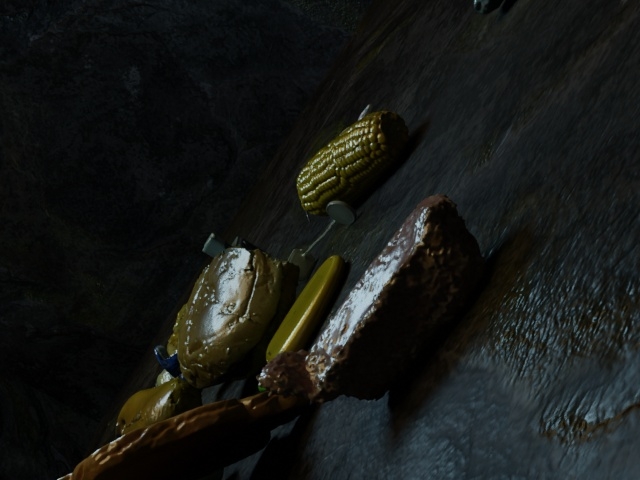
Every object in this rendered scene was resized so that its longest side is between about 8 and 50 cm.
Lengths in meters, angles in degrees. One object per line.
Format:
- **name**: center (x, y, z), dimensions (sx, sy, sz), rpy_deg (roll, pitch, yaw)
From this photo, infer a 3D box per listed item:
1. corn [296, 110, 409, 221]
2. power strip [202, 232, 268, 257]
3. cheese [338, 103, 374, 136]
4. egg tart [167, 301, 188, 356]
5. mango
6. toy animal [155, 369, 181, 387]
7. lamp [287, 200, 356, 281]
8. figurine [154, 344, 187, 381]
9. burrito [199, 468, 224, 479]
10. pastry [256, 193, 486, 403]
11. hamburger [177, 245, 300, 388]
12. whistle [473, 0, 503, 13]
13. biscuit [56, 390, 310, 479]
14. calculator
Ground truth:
- **corn**: center (0.046, -0.122, 1.842), dimensions (0.106, 0.106, 0.305), rpy_deg (-64, 12, -27)
- **power strip**: center (-0.188, 0.044, 2.461), dimensions (0.061, 0.145, 0.216), rpy_deg (-56, 9, 13)
- **cheese**: center (0.055, -0.168, 2.075), dimensions (0.137, 0.064, 0.227), rpy_deg (-44, 19, 49)
- **egg tart**: center (-0.253, 0.176, 2.526), dimensions (0.241, 0.106, 0.241), rpy_deg (-54, 11, 16)
- **mango**: center (-0.295, 0.336, 2.106), dimensions (0.151, 0.156, 0.249), rpy_deg (-21, -19, -37)
- **toy animal**: center (-0.305, 0.326, 2.391), dimensions (0.098, 0.098, 0.137), rpy_deg (144, 134, -68)
- **lamp**: center (0.000, 0.000, 1.880), dimensions (0.198, 0.050, 0.056), rpy_deg (-51, 9, 53)
- **figurine**: center (-0.178, 0.171, 2.097), dimensions (0.262, 0.164, 0.121), rpy_deg (-51, 54, 18)
- **burrito**: center (-0.202, 0.399, 1.585), dimensions (0.229, 0.089, 0.144), rpy_deg (-68, -2, -49)
- **pastry**: center (0.063, 0.077, 1.117), dimensions (0.265, 0.112, 0.103), rpy_deg (-45, 15, 21)
- **hamburger**: center (-0.150, 0.145, 1.877), dimensions (0.309, 0.132, 0.211), rpy_deg (-32, 39, 58)
- **whistle**: center (0.297, -0.476, 1.579), dimensions (0.189, 0.189, 0.348), rpy_deg (-75, -3, -60)
- **biscuit**: center (-0.189, 0.265, 1.423), dimensions (0.376, 0.051, 0.269), rpy_deg (-24, -19, 1)
- **calculator**: center (-0.031, 0.124, 1.696), dimensions (0.235, 0.032, 0.146), rpy_deg (-58, 9, -4)
